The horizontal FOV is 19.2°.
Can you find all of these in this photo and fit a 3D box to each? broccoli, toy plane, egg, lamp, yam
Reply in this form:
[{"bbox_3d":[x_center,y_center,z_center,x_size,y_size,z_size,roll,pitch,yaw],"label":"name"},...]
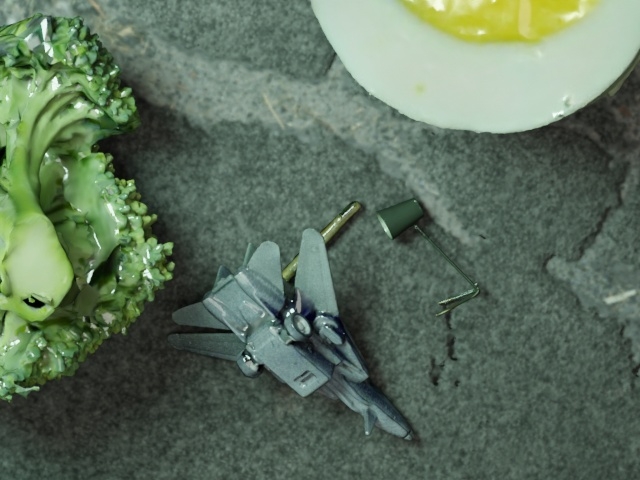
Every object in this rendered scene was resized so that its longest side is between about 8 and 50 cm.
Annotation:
[{"bbox_3d":[-0.252,-0.017,1.718,0.249,0.302,0.375,13,100,-45],"label":"broccoli"},{"bbox_3d":[-0.005,0.122,1.846,0.212,0.088,0.267,-37,106,29],"label":"toy plane"},{"bbox_3d":[0.172,-0.258,1.707,0.337,0.201,0.337,5,102,23],"label":"egg"},{"bbox_3d":[0.106,0.011,1.854,0.054,0.041,0.121,-30,99,-4],"label":"lamp"},{"bbox_3d":[0.000,0.000,1.856,0.014,0.014,0.107,43,98,-11],"label":"yam"}]
